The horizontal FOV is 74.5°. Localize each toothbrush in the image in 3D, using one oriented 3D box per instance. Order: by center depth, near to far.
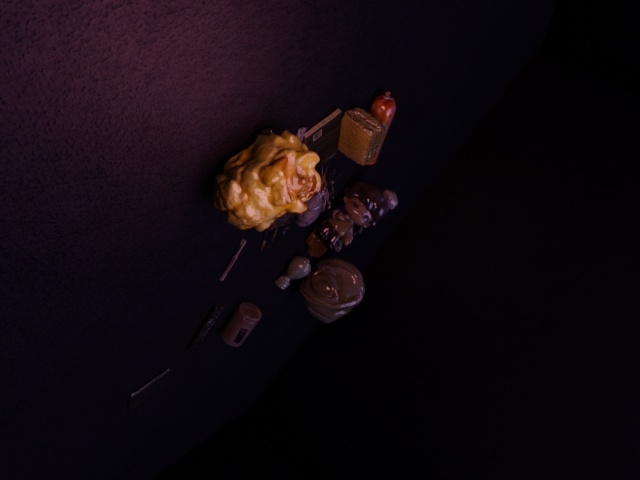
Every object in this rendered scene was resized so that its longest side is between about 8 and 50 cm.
[{"bbox_3d":[-0.303,0.069,1.457,0.194,0.017,0.014,-57,164,25],"label":"toothbrush"}]

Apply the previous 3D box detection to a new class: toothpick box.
[{"bbox_3d":[-0.350,0.369,1.858,0.180,0.111,0.111,-54,164,21],"label":"toothpick box"}]

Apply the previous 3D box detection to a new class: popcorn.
[{"bbox_3d":[-0.133,-0.150,1.070,0.286,0.215,0.252,-50,-156,-19],"label":"popcorn"}]

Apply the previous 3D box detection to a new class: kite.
[{"bbox_3d":[-0.156,-0.046,1.538,0.152,0.015,0.285,-18,152,-31],"label":"kite"}]

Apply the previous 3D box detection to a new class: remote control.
[{"bbox_3d":[-0.455,0.343,1.669,0.245,0.025,0.063,-54,163,18],"label":"remote control"}]

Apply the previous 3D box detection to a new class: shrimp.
[{"bbox_3d":[-0.007,-0.166,1.527,0.145,0.116,0.343,-35,168,-37],"label":"shrimp"}]

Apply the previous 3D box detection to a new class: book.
[{"bbox_3d":[0.003,-0.312,1.388,0.160,0.024,0.228,-42,163,-19],"label":"book"}]

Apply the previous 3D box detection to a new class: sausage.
[{"bbox_3d":[0.209,-0.422,1.569,0.093,0.093,0.312,-39,162,-32],"label":"sausage"}]

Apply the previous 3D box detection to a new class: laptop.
[{"bbox_3d":[-0.673,0.583,1.655,0.180,0.016,0.129,-31,156,-47],"label":"laptop"}]

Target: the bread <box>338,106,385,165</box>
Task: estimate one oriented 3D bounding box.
[{"bbox_3d":[0.141,-0.361,1.450,0.102,0.138,0.196,-48,164,-20],"label":"bread"}]

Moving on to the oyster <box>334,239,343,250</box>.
[{"bbox_3d":[0.100,0.001,2.320,0.125,0.064,0.177,-55,162,-44],"label":"oyster"}]

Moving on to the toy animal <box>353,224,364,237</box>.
[{"bbox_3d":[0.222,-0.122,2.250,0.146,0.114,0.245,-33,157,-44],"label":"toy animal"}]

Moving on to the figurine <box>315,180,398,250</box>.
[{"bbox_3d":[0.148,-0.122,1.889,0.365,0.218,0.206,-40,171,-26],"label":"figurine"}]

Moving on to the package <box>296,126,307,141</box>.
[{"bbox_3d":[-0.070,-0.290,1.261,0.037,0.015,0.110,-25,150,-45],"label":"package"}]

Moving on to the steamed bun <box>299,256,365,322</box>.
[{"bbox_3d":[0.046,0.256,2.338,0.368,0.342,0.255,-44,140,3],"label":"steamed bun"}]

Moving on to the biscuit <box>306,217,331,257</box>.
[{"bbox_3d":[-0.003,-0.002,2.059,0.186,0.044,0.295,-40,161,-19],"label":"biscuit"}]

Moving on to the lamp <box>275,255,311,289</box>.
[{"bbox_3d":[-0.127,0.152,1.991,0.193,0.106,0.106,-42,166,10],"label":"lamp"}]
